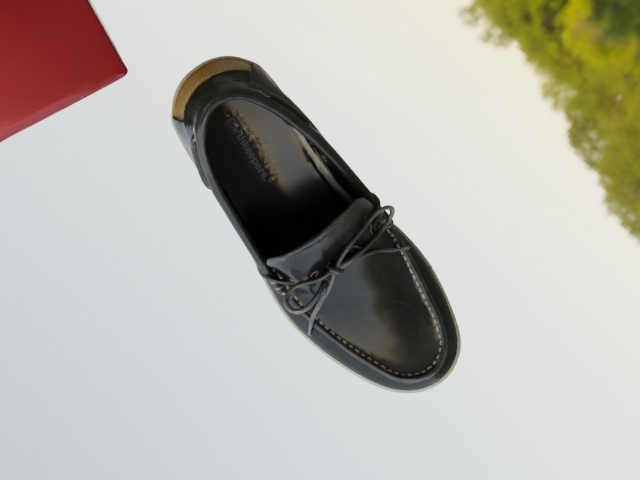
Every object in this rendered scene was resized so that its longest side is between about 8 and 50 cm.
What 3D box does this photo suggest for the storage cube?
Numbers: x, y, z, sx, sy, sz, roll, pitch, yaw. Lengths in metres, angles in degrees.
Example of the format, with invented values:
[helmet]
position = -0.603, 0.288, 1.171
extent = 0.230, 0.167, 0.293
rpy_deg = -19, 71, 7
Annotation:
[storage cube]
position = -0.364, -0.254, 1.529
extent = 0.215, 0.193, 0.183
rpy_deg = 64, 176, -27

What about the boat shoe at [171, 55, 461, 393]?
[boat shoe]
position = 0.000, 0.000, 1.555
extent = 0.500, 0.187, 0.156
rpy_deg = 54, -178, -16
